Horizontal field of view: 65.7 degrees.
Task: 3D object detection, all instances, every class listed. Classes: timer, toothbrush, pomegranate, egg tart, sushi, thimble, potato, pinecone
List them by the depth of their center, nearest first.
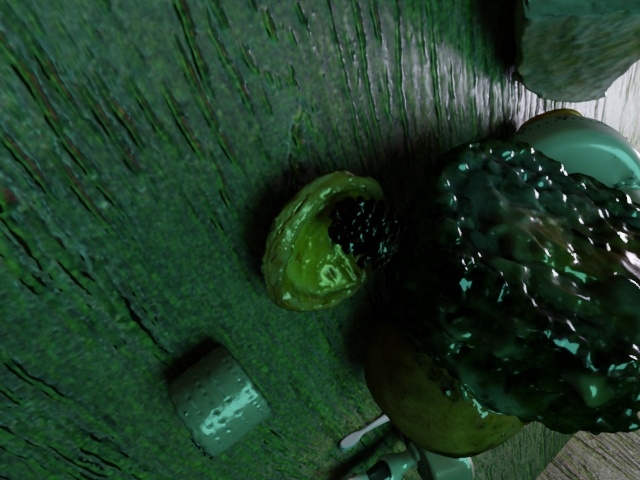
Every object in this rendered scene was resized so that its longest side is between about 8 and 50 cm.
[{"bbox_3d":[0.048,-0.012,0.515,0.083,0.077,0.077,35,92,-17],"label":"pinecone"},{"bbox_3d":[0.246,0.050,0.561,0.294,0.351,0.178,-58,174,-43],"label":"sushi"},{"bbox_3d":[-0.119,0.189,0.584,0.090,0.102,0.115,-37,128,-16],"label":"thimble"},{"bbox_3d":[0.000,0.000,0.586,0.191,0.074,0.191,-23,131,-30],"label":"egg tart"},{"bbox_3d":[0.333,-0.322,0.661,0.264,0.211,0.190,57,30,-79],"label":"potato"},{"bbox_3d":[0.363,-0.060,0.735,0.233,0.240,0.234,4,124,6],"label":"timer"},{"bbox_3d":[0.207,0.183,0.752,0.281,0.281,0.281,-22,129,-30],"label":"pomegranate"},{"bbox_3d":[0.139,0.443,0.966,0.266,0.175,0.175,-21,131,-10],"label":"timer"},{"bbox_3d":[0.151,0.338,0.981,0.286,0.020,0.025,-21,137,-29],"label":"toothbrush"}]

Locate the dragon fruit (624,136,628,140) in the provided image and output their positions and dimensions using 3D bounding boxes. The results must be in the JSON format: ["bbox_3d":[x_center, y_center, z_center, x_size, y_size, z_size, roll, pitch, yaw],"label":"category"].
[{"bbox_3d":[0.446,-0.142,0.886,0.153,0.111,0.153,-59,177,-6],"label":"dragon fruit"}]
